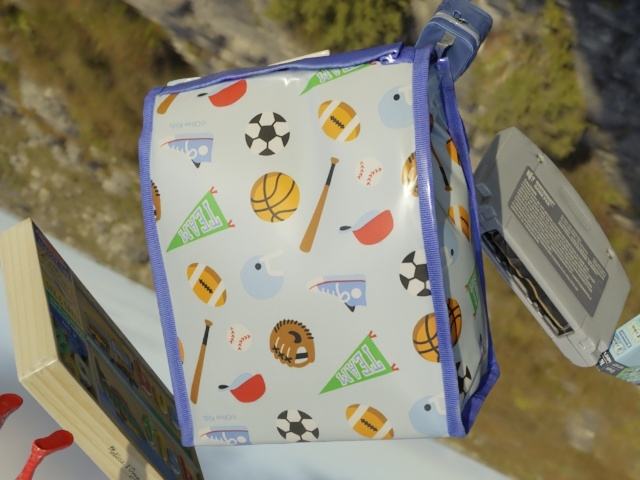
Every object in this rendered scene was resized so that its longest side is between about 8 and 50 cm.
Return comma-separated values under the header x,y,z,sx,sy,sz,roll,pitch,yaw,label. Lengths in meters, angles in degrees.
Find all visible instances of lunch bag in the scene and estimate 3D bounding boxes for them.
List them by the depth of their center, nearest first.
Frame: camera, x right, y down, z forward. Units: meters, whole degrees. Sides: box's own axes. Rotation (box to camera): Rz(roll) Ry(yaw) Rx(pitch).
x,y,z,sx,sy,sz,roll,pitch,yaw,label
0.000,0.000,1.346,0.327,0.385,0.239,-7,-167,19,lunch bag
0.150,-0.229,1.460,0.067,0.065,0.098,31,151,4,lunch bag

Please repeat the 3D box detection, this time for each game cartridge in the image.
x,y,z,sx,sy,sz,roll,pitch,yaw,label
0.303,0.001,1.694,0.060,0.196,0.294,-23,112,44,game cartridge

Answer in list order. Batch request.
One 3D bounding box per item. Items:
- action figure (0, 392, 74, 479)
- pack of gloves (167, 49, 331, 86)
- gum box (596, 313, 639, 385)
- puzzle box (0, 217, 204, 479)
x,y,z,sx,sy,sz,roll,pitch,yaw,label
-0.293,0.266,1.178,0.091,0.280,0.139,33,-160,15,action figure
-0.080,-0.112,1.536,0.232,0.195,0.046,-9,-153,12,pack of gloves
0.484,0.129,1.772,0.157,0.184,0.041,21,-144,-53,gum box
-0.258,0.191,1.581,0.409,0.052,0.272,59,-177,-41,puzzle box
